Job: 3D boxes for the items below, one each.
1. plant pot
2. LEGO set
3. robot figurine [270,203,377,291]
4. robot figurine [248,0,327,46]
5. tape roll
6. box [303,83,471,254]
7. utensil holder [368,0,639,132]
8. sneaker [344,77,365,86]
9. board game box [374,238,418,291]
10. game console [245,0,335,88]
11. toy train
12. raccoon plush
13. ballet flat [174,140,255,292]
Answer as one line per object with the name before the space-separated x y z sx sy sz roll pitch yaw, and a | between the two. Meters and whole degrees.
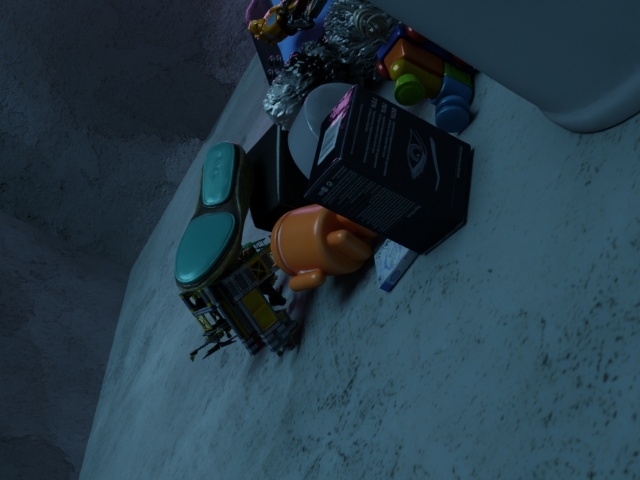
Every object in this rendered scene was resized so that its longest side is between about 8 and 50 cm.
plant pot | -0.043 -0.104 1.761 0.187 0.188 0.167 -37 44 55
LEGO set | -0.111 0.116 1.713 0.331 0.192 0.255 -24 13 49
robot figurine | 0.001 -0.001 1.511 0.219 0.128 0.158 -11 90 50
robot figurine | -0.045 -0.489 1.713 0.291 0.085 0.211 -17 58 65
tape roll | 0.061 -0.154 1.428 0.219 0.219 0.072 -83 19 -47
box | 0.100 -0.099 1.270 0.108 0.207 0.153 -44 25 48
utensil holder | 0.217 -0.352 0.993 0.328 0.385 0.328 -55 19 29
sneaker | 0.059 -0.340 1.932 0.129 0.111 0.297 19 -92 -78
board game box | 0.117 0.020 1.364 0.090 0.020 0.090 -56 19 27
game console | -0.033 -0.502 1.854 0.386 0.060 0.342 -52 51 41
toy train | 0.126 -0.265 1.368 0.105 0.248 0.143 -49 27 39
raccoon plush | 0.118 -0.358 1.464 0.446 0.216 0.299 -57 8 -14
ballet flat | -0.184 -0.030 1.662 0.123 0.123 0.349 -45 30 47
